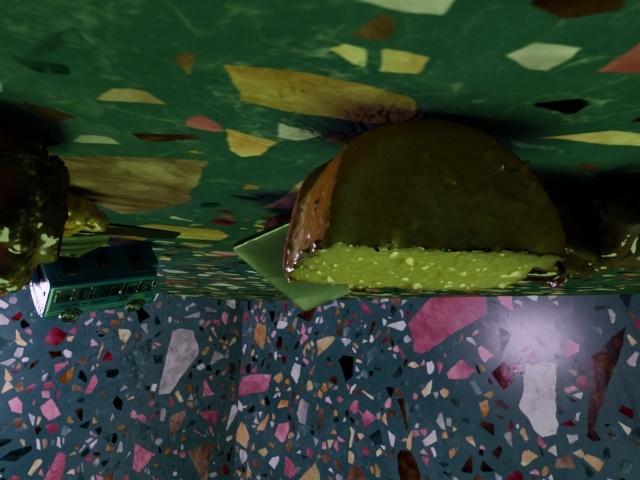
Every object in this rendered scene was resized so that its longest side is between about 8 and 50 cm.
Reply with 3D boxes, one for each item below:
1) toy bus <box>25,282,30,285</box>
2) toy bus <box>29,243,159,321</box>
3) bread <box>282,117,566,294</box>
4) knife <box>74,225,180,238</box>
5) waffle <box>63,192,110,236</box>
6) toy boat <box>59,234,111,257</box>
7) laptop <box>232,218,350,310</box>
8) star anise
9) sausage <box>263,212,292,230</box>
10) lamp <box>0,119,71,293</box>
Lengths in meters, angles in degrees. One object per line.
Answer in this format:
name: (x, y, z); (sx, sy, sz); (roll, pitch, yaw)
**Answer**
toy bus: (-0.726, 0.066, 1.343); (0.297, 0.106, 0.131); (4, 174, -17)
toy bus: (-0.472, 0.082, 1.167); (0.246, 0.113, 0.134); (-5, 140, -41)
bread: (0.087, -0.028, 0.472); (0.229, 0.139, 0.143); (4, 168, -12)
knife: (-0.386, -0.020, 1.014); (0.245, 0.019, 0.072); (4, 167, -29)
waffle: (-0.448, -0.044, 0.735); (0.309, 0.065, 0.283); (0, 173, -7)
toy boat: (-0.551, -0.002, 1.026); (0.293, 0.055, 0.093); (7, 172, -28)
laptop: (0.011, 0.027, 0.810); (0.187, 0.015, 0.269); (-23, 149, 10)
star anise: (0.314, -0.010, 0.642); (0.349, 0.109, 0.292); (-16, 155, 32)
sausage: (0.000, 0.000, 0.854); (0.194, 0.077, 0.077); (7, 169, -33)
lamp: (-0.366, -0.035, 0.469); (0.274, 0.177, 0.177); (4, 171, -23)
